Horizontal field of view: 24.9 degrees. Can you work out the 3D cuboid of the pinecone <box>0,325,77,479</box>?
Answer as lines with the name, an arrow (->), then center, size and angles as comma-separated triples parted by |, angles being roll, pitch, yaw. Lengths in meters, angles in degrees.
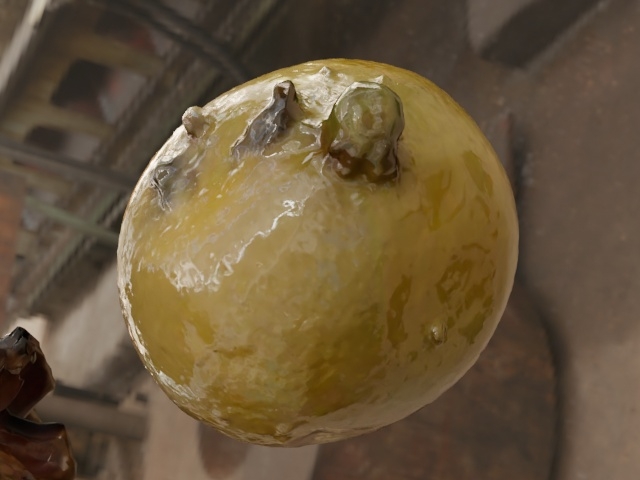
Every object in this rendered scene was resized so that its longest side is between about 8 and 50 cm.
pinecone -> -0.205, 0.091, 0.605 | 0.221, 0.221, 0.221 | -49, 33, 47

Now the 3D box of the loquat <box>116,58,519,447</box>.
loquat -> 0.000, 0.000, 0.601 | 0.149, 0.172, 0.204 | 60, 159, 26
